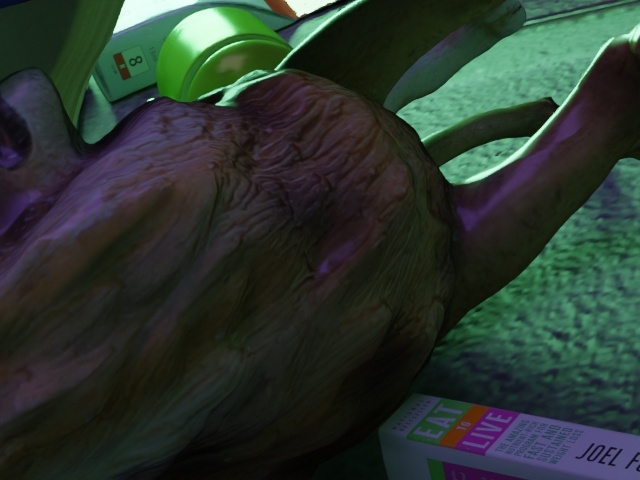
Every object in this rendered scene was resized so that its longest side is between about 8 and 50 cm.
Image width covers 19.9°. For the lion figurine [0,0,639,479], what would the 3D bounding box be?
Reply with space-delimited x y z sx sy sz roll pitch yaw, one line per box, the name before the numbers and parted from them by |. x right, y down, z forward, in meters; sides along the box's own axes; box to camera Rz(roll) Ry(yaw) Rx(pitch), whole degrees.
lion figurine | 0.000 0.000 0.621 0.240 0.142 0.392 -42 -12 4

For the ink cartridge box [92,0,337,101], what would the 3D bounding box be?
ink cartridge box | -0.064 -0.156 1.088 0.179 0.045 0.145 -27 28 -3

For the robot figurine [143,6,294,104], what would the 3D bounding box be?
robot figurine | -0.042 -0.075 0.898 0.101 0.067 0.115 -19 26 -12

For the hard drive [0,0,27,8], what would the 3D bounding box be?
hard drive | -0.123 -0.119 0.601 0.210 0.040 0.319 -19 20 -20

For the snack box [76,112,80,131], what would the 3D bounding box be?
snack box | -0.290 -0.028 1.003 0.322 0.060 0.187 -20 27 5

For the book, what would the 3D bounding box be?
book | 0.086 0.092 0.469 0.144 0.096 0.035 8 39 44

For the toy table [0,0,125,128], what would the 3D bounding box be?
toy table | -0.157 -0.029 0.719 0.252 0.160 0.274 -8 11 29
